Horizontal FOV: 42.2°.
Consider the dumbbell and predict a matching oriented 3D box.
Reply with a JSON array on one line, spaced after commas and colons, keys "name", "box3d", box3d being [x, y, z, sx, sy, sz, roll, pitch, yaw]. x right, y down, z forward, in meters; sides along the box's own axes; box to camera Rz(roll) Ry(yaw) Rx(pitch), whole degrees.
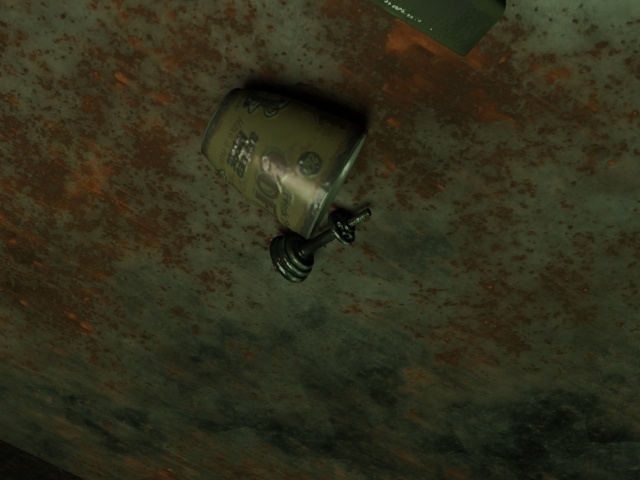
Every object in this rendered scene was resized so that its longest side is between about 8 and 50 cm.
[{"name": "dumbbell", "box3d": [0.000, 0.000, 1.704, 0.255, 0.110, 0.110, -31, 118, 29]}]

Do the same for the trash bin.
[{"name": "trash bin", "box3d": [0.152, -0.404, 1.242, 0.241, 0.164, 0.122, 30, 133, -13]}]

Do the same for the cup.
[{"name": "cup", "box3d": [-0.076, -0.152, 1.542, 0.257, 0.227, 0.301, 31, 163, 4]}]
